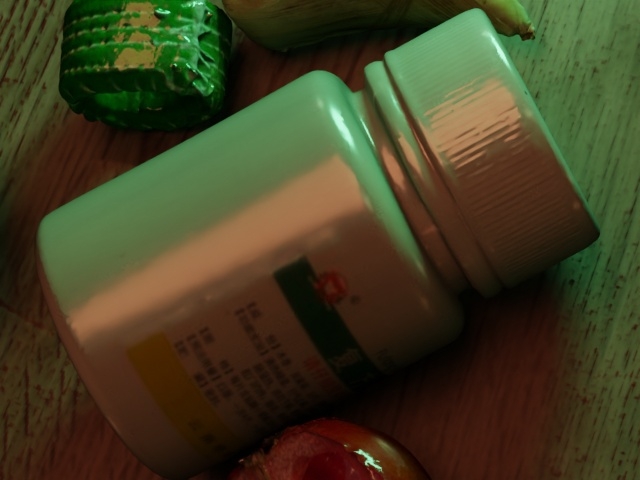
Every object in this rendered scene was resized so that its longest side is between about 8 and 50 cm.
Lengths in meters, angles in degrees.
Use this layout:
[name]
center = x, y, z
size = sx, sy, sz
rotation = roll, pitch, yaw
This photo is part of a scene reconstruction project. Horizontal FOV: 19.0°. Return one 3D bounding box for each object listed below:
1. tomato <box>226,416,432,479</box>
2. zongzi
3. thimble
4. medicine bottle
[tomato]
center = 0.024, 0.201, 1.268
size = 0.189, 0.099, 0.173
rotation = -40, 71, 45
[zongzi]
center = 0.039, -0.180, 1.419
size = 0.194, 0.099, 0.197
rotation = -34, 69, 4
[thimble]
center = -0.130, -0.138, 1.445
size = 0.130, 0.118, 0.090
rotation = -9, 68, 40
[medicine bottle]
center = 0.000, 0.000, 1.289
size = 0.339, 0.208, 0.208
rotation = -27, 63, 7
